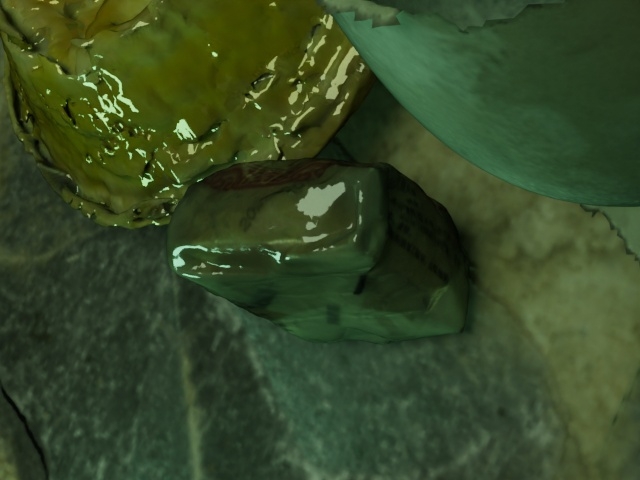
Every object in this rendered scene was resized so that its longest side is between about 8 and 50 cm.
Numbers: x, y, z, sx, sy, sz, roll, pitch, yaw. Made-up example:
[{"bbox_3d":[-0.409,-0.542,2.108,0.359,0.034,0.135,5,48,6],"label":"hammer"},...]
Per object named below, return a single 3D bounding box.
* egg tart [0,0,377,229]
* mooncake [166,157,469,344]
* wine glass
[{"bbox_3d":[-0.085,-0.159,0.878,0.315,0.120,0.315,-14,65,32],"label":"egg tart"},{"bbox_3d":[0.000,0.000,0.796,0.130,0.125,0.073,-7,64,30],"label":"mooncake"},{"bbox_3d":[0.131,-0.115,0.621,0.238,0.323,0.238,-11,70,32],"label":"wine glass"}]
